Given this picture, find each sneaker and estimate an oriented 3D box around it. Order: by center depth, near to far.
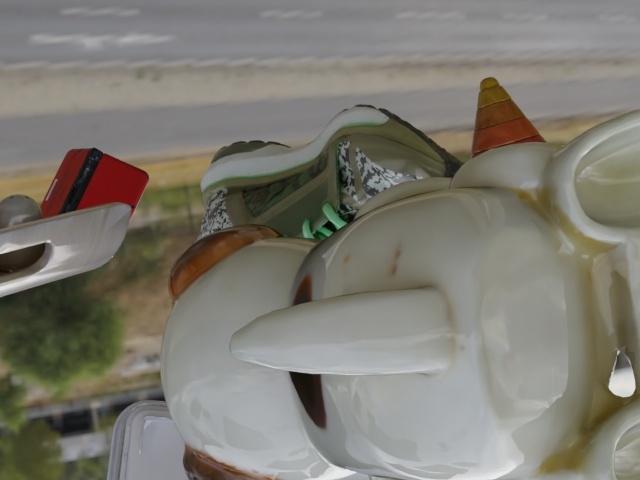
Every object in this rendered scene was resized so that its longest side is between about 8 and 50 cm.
[{"bbox_3d":[0.000,0.000,1.305,0.158,0.182,0.410,35,156,-25],"label":"sneaker"}]

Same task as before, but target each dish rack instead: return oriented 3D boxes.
[{"bbox_3d":[-0.165,0.379,1.933,0.285,0.333,0.072,5,153,-3],"label":"dish rack"}]

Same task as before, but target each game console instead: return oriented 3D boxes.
[{"bbox_3d":[-0.335,-0.053,1.990,0.085,0.144,0.124,34,162,-33],"label":"game console"}]

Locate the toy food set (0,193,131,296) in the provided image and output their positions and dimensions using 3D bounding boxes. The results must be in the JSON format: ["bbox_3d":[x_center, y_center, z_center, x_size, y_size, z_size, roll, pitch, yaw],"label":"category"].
[{"bbox_3d":[-0.309,-0.024,0.885,0.306,0.092,0.219,12,-164,28],"label":"toy food set"}]

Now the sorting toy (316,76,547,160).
[{"bbox_3d":[0.140,-0.131,1.828,0.365,0.126,0.127,-16,-178,-27],"label":"sorting toy"}]

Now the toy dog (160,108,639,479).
[{"bbox_3d":[0.048,0.096,1.019,0.395,0.285,0.408,-15,-178,-40],"label":"toy dog"}]
